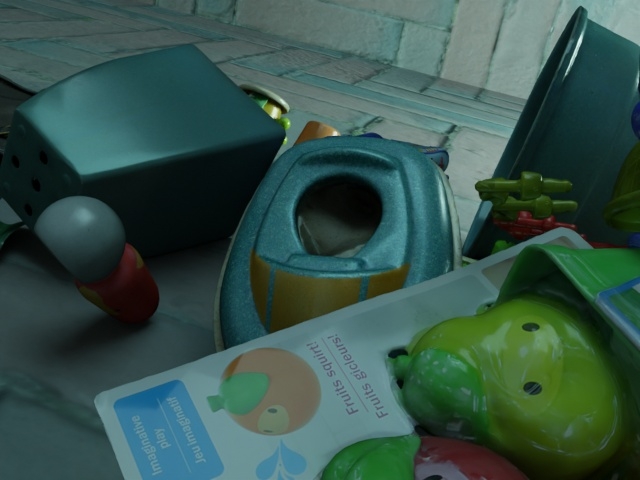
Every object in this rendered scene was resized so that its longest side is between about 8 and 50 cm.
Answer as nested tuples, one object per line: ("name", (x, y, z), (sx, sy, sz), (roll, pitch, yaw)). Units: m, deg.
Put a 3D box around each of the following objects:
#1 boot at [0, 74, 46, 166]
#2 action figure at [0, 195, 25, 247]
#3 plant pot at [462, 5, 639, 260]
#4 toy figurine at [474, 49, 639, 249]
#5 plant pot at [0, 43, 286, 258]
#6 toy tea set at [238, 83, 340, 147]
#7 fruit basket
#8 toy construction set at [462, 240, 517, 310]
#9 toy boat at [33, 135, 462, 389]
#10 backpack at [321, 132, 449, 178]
("boot", (-0.438, -0.141, 0.893), (0.263, 0.091, 0.229), (9, 26, 0))
("action figure", (-0.344, 0.002, 0.633), (0.137, 0.063, 0.232), (10, 25, -14))
("plant pot", (0.396, -0.062, 0.873), (0.334, 0.341, 0.341), (24, 23, 7))
("toy figurine", (0.261, -0.098, 0.587), (0.191, 0.217, 0.362), (11, -5, 27))
("plant pot", (-0.193, -0.081, 0.735), (0.166, 0.165, 0.234), (44, 37, 15))
("toy tea set", (-0.136, -0.175, 1.155), (0.336, 0.124, 0.200), (20, -7, 26))
("fruit basket", (0.110, 0.136, 0.351), (0.353, 0.165, 0.327), (-12, 49, -30))
("toy construction set", (0.210, 0.093, 0.613), (0.328, 0.151, 0.215), (10, 19, 23))
("toy boat", (-0.052, 0.023, 0.547), (0.318, 0.148, 0.267), (0, 60, 11))
("backpack", (0.029, -0.054, 0.745), (0.173, 0.116, 0.158), (20, 21, 39))
